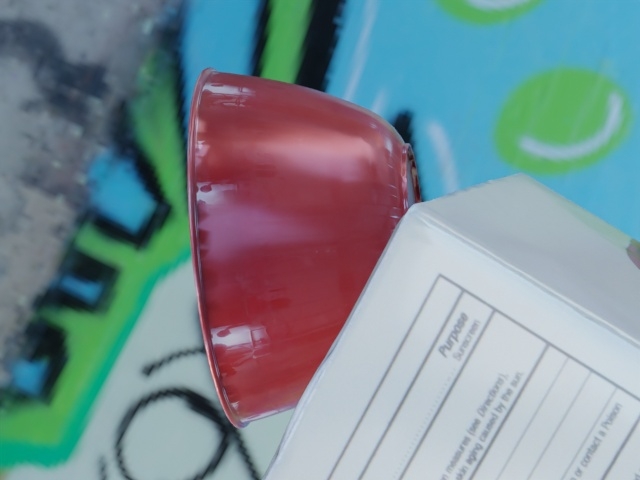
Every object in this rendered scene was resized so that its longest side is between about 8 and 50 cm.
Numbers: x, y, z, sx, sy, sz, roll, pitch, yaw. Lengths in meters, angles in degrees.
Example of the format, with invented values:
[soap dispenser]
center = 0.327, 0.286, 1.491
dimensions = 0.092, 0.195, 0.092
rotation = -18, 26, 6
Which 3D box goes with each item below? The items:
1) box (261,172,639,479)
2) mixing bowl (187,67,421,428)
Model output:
[box]
center = 0.110, 0.101, 0.628
dimensions = 0.148, 0.232, 0.127
rotation = -62, 164, 18
[mixing bowl]
center = 0.000, 0.000, 0.970
dimensions = 0.181, 0.098, 0.181
rotation = -4, 90, -83
